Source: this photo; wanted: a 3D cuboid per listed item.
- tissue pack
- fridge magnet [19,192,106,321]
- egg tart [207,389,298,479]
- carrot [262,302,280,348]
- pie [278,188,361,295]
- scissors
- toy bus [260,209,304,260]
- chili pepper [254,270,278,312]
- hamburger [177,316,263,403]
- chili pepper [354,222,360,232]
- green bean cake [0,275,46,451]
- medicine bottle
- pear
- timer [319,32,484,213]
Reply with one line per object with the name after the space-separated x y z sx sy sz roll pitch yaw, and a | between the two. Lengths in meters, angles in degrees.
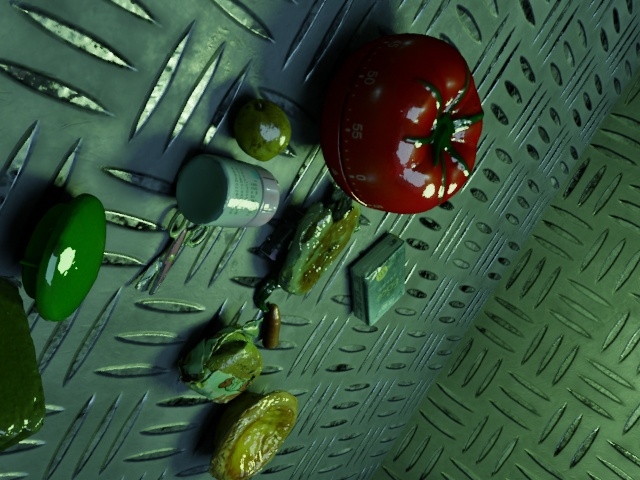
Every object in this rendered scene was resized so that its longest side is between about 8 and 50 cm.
0.177 0.119 2.103 0.185 0.081 0.257 -40 147 -24 | tissue pack
-0.395 0.025 1.079 0.208 0.088 0.208 17 90 -89 | fridge magnet
-0.202 0.524 1.916 0.319 0.128 0.319 -34 144 -30 | egg tart
-0.124 0.219 1.791 0.048 0.048 0.139 -28 140 -40 | carrot
-0.002 0.006 1.688 0.302 0.067 0.302 -48 161 -22 | pie
-0.294 0.026 1.358 0.187 0.020 0.133 -55 156 -3 | scissors
-0.084 -0.012 1.619 0.130 0.037 0.052 -50 156 -12 | toy bus
-0.134 0.132 1.698 0.055 0.035 0.117 1 117 -37 | chili pepper
-0.214 0.277 1.631 0.235 0.125 0.214 -33 157 -9 | hamburger
0.073 -0.023 1.856 0.091 0.034 0.030 -34 112 -32 | chili pepper
-0.516 0.172 0.920 0.156 0.249 0.247 -28 161 22 | green bean cake
-0.172 -0.088 1.303 0.168 0.135 0.135 5 116 -57 | medicine bottle
-0.109 -0.209 1.302 0.107 0.107 0.131 -41 156 -24 | pear
0.170 -0.247 1.472 0.378 0.279 0.377 -22 120 -43 | timer
